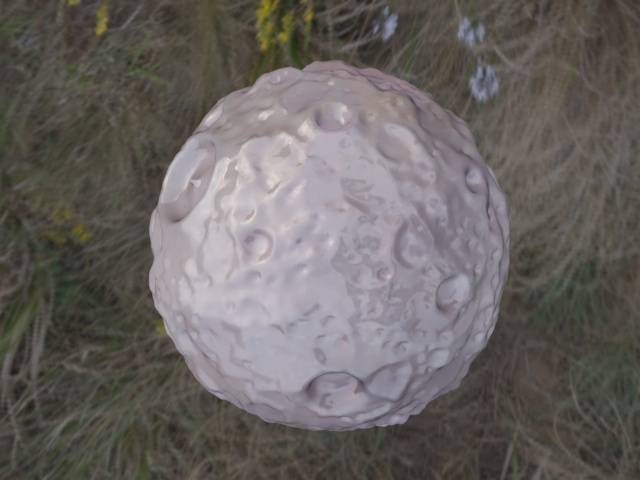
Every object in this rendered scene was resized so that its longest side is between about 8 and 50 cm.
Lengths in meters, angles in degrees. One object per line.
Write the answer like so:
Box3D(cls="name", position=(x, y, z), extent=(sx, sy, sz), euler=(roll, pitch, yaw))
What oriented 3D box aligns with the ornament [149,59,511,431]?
Box3D(cls="ornament", position=(0.000, 0.000, 0.794), extent=(0.225, 0.259, 0.259), euler=(24, 111, -32))
